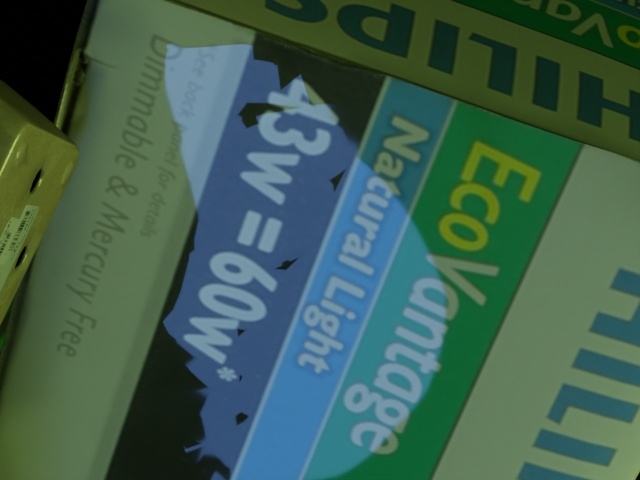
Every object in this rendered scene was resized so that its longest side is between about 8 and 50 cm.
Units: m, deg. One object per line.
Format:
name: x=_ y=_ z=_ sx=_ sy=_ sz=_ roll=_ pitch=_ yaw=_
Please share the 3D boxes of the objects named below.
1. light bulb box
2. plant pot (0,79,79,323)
light bulb box: x=0.000 y=0.000 z=0.789 sx=0.361 sy=0.225 sz=0.358 roll=-80 pitch=-171 yaw=-58
plant pot: x=-0.132 y=-0.017 z=0.535 sx=0.109 sy=0.096 sz=0.109 roll=-65 pitch=173 yaw=-1
